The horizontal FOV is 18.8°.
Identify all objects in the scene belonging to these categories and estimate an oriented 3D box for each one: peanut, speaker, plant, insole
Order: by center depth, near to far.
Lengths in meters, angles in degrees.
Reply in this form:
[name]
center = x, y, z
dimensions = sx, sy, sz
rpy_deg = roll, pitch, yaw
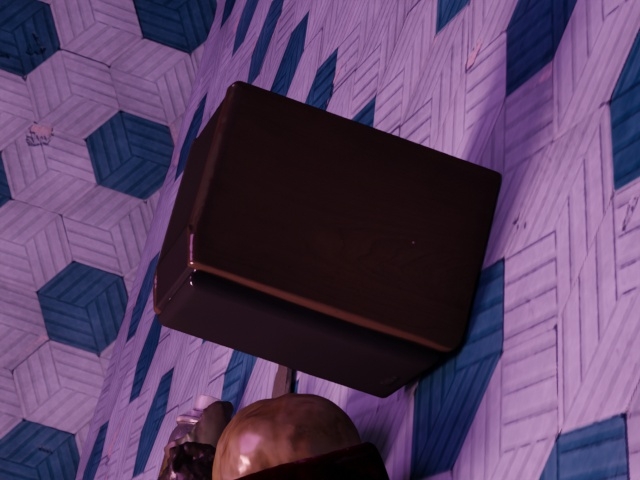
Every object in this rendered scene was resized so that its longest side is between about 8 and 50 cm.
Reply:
[speaker]
center = 0.000, 0.000, 1.560
dimensions = 0.153, 0.231, 0.192
rpy_deg = 135, 152, -67
[peanut]
center = -0.036, 0.204, 1.696
dimensions = 0.253, 0.122, 0.137
rpy_deg = 148, 132, -77
[plant]
center = -0.103, 0.264, 1.895
dimensions = 0.203, 0.131, 0.142
rpy_deg = -97, 25, -45
[insole]
center = -0.047, 0.195, 2.052
dimensions = 0.063, 0.010, 0.192
rpy_deg = 120, 164, -50

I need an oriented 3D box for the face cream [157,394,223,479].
[face cream]
center = -0.165, 0.320, 2.263
dimensions = 0.073, 0.073, 0.283
rpy_deg = 139, 148, -69

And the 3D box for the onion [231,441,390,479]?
[onion]
center = -0.036, 0.230, 1.449
dimensions = 0.218, 0.195, 0.140
rpy_deg = 75, -173, -81
